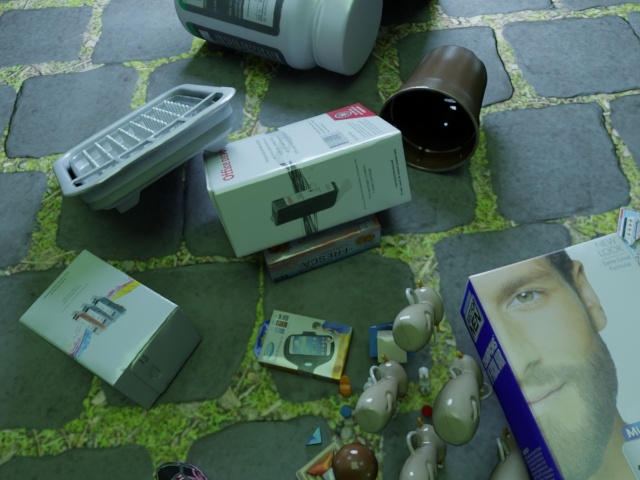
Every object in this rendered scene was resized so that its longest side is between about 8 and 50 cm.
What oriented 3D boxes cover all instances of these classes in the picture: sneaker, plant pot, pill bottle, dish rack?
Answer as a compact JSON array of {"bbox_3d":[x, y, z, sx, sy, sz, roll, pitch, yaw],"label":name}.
[{"bbox_3d":[-0.158,0.310,0.652,0.120,0.057,0.047,23,66,19],"label":"sneaker"},{"bbox_3d":[0.202,-0.231,0.891,0.167,0.166,0.165,18,54,15],"label":"plant pot"},{"bbox_3d":[-0.080,-0.449,1.012,0.361,0.204,0.204,23,64,18],"label":"pill bottle"},{"bbox_3d":[-0.285,-0.154,0.865,0.286,0.072,0.333,-38,32,-15],"label":"dish rack"}]

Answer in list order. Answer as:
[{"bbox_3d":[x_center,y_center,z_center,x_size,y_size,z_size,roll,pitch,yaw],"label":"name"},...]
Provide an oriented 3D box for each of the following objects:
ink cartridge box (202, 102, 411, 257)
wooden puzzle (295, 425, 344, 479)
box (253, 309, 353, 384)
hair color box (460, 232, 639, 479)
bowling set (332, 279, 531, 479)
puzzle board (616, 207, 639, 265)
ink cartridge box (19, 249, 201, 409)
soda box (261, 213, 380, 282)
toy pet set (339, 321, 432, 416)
[{"bbox_3d":[-0.029,-0.101,0.808,0.273,0.114,0.197,-18,29,-6],"label":"ink cartridge box"},{"bbox_3d":[0.016,0.300,0.667,0.079,0.014,0.116,-41,64,-18],"label":"wooden puzzle"},{"bbox_3d":[-0.027,0.149,0.753,0.136,0.028,0.081,11,61,9],"label":"box"},{"bbox_3d":[0.301,0.176,0.554,0.185,0.110,0.338,-17,57,-1],"label":"hair color box"},{"bbox_3d":[0.109,0.206,0.633,0.200,0.154,0.286,-25,91,25],"label":"bowling set"},{"bbox_3d":[0.498,0.012,0.796,0.097,0.011,0.128,17,62,14],"label":"puzzle board"},{"bbox_3d":[-0.282,0.125,0.732,0.176,0.128,0.127,28,65,19],"label":"ink cartridge box"},{"bbox_3d":[0.000,0.000,0.818,0.183,0.063,0.058,-19,59,-7],"label":"soda box"},{"bbox_3d":[0.089,0.175,0.722,0.122,0.065,0.114,-1,94,8],"label":"toy pet set"}]
